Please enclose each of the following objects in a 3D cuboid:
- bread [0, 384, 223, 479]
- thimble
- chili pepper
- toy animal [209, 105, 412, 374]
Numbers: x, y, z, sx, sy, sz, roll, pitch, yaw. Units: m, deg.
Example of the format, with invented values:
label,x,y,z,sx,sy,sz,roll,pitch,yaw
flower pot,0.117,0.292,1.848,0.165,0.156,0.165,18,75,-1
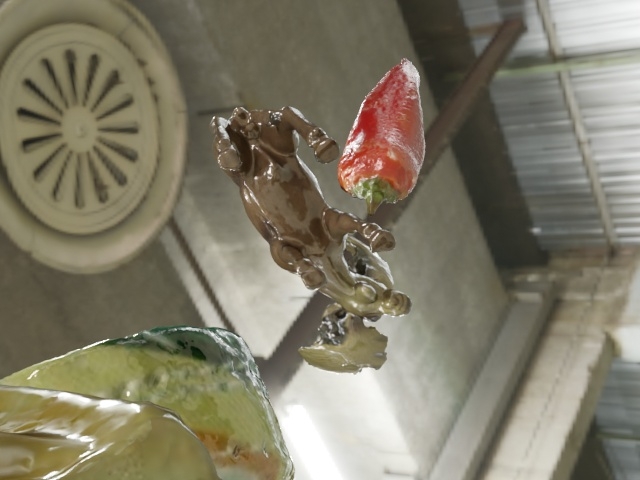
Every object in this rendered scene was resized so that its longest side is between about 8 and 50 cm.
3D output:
label,x,y,z,sx,sy,sz,roll,pitch,yaw
bread,-0.134,0.151,0.367,0.196,0.252,0.238,-48,-69,-30
thimble,-0.170,0.186,0.876,0.288,0.254,0.167,-11,-111,-24
chili pepper,0.044,-0.073,0.639,0.178,0.045,0.027,-69,-18,-52
toy animal,0.000,0.000,0.738,0.094,0.186,0.214,-32,-87,-11
